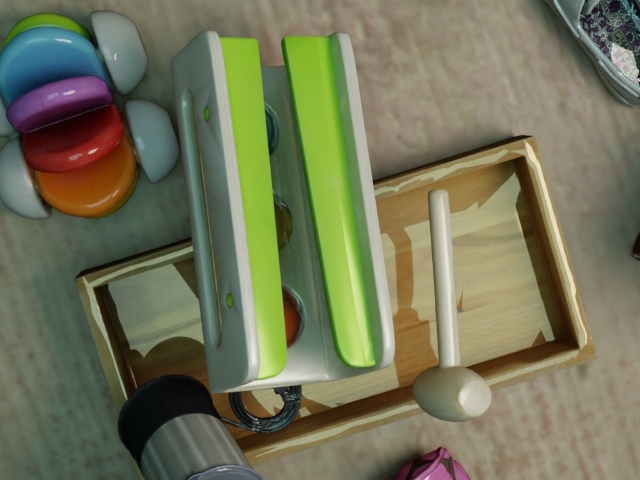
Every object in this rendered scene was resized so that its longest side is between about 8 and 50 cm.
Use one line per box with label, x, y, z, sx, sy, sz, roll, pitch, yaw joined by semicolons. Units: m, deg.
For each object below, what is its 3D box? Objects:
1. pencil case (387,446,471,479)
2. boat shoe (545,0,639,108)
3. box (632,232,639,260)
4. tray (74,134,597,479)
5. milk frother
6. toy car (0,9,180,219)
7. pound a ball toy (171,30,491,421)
pencil case;0.129;0.289;1.180;0.095;0.098;0.209;-38;97;-39
boat shoe;0.241;-0.214;1.138;0.079;0.081;0.227;-36;97;1
box;0.482;0.044;1.124;0.381;0.191;0.143;24;94;-4
tray;0.014;0.064;1.157;0.411;0.076;0.202;-17;96;-1
milk frother;-0.070;0.164;1.057;0.143;0.135;0.129;-49;127;5
toy car;-0.212;-0.103;1.095;0.159;0.136;0.182;-19;96;-1
pound a ball toy;0.000;0.000;1.058;0.208;0.136;0.319;-4;80;-25
